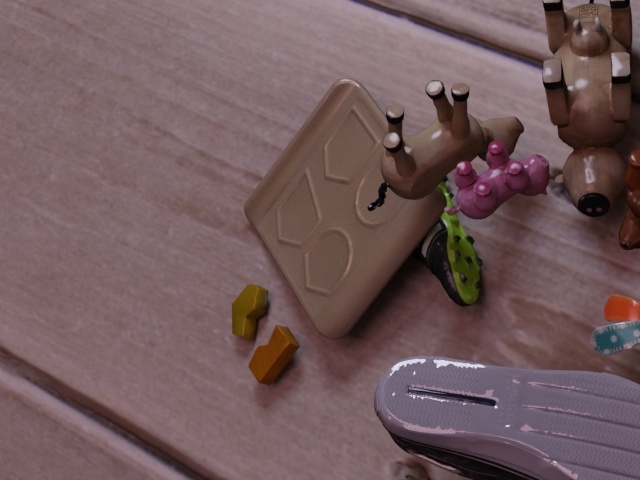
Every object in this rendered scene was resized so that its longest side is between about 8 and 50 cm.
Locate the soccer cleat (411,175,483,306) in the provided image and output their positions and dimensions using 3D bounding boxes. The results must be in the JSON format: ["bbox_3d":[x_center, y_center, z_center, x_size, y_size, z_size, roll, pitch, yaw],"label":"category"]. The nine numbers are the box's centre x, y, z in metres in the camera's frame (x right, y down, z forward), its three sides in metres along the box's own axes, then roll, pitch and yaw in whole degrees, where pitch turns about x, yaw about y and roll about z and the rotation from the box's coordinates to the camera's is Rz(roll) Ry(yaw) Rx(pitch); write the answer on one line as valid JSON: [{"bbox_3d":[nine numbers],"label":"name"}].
[{"bbox_3d":[0.122,0.003,1.963,0.072,0.060,0.179,-37,52,27],"label":"soccer cleat"}]

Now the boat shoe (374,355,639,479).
[{"bbox_3d":[0.221,0.190,1.807,0.335,0.119,0.121,15,69,15],"label":"boat shoe"}]

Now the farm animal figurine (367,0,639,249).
[{"bbox_3d":[0.247,-0.118,1.858,0.330,0.172,0.327,13,62,20],"label":"farm animal figurine"}]

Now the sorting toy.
[{"bbox_3d":[0.000,0.000,2.033,0.307,0.041,0.229,-53,47,20],"label":"sorting toy"}]

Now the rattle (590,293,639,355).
[{"bbox_3d":[0.352,0.083,1.722,0.199,0.143,0.130,38,80,22],"label":"rattle"}]
